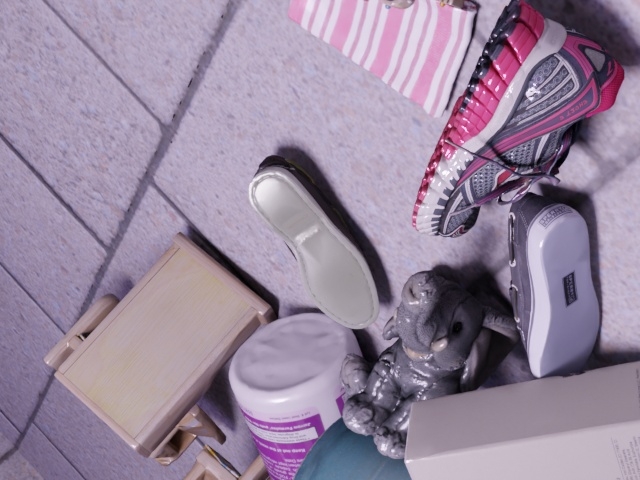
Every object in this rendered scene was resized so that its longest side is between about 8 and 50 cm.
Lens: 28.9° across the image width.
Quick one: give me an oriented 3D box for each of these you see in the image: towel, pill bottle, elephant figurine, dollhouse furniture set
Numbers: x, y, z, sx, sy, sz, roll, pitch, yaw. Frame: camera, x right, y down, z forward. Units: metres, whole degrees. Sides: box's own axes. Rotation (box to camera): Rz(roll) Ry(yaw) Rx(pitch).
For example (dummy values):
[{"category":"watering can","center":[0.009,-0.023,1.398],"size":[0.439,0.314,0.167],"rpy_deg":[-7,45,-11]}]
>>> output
[{"category":"towel","center":[0.052,-0.212,1.171],"size":[0.197,0.029,0.144],"rpy_deg":[37,148,18]},{"category":"pill bottle","center":[0.004,0.256,1.607],"size":[0.169,0.169,0.302],"rpy_deg":[15,135,43]},{"category":"elephant figurine","center":[0.129,0.109,1.321],"size":[0.169,0.186,0.239],"rpy_deg":[16,119,-10]},{"category":"dollhouse furniture set","center":[-0.192,0.193,1.808],"size":[0.362,0.256,0.394],"rpy_deg":[39,169,18]}]

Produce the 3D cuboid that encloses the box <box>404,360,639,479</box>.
[{"category":"box","center":[0.228,0.200,1.208],"size":[0.275,0.094,0.113],"rpy_deg":[-11,122,17]}]

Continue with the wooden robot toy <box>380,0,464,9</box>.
[{"category":"wooden robot toy","center":[0.041,-0.247,1.072],"size":[0.173,0.079,0.076],"rpy_deg":[39,108,17]}]

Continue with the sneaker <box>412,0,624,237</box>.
[{"category":"sneaker","center":[0.162,-0.079,1.100],"size":[0.112,0.121,0.299],"rpy_deg":[25,152,0]}]

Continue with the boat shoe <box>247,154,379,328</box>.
[{"category":"boat shoe","center":[0.000,0.000,1.434],"size":[0.081,0.069,0.228],"rpy_deg":[-27,110,18]}]

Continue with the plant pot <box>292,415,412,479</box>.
[{"category":"plant pot","center":[0.177,0.382,1.408],"size":[0.334,0.341,0.341],"rpy_deg":[6,130,38]}]

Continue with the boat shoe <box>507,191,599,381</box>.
[{"category":"boat shoe","center":[0.216,0.049,1.212],"size":[0.076,0.080,0.229],"rpy_deg":[42,156,45]}]
